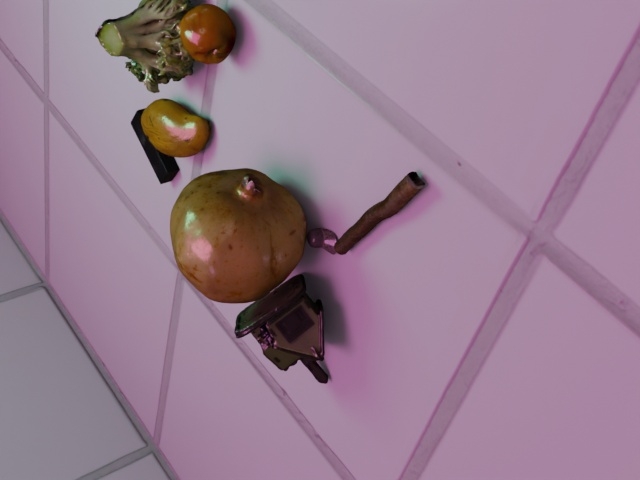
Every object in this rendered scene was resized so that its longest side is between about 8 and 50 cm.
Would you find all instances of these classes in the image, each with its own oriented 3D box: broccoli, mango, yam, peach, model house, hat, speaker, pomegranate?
[{"bbox_3d":[-0.422,-0.515,1.984,0.248,0.246,0.288,10,120,41],"label":"broccoli"},{"bbox_3d":[-0.405,-0.307,2.180,0.262,0.109,0.157,21,119,45],"label":"mango"},{"bbox_3d":[0.117,-0.049,1.667,0.045,0.045,0.327,36,144,-7],"label":"yam"},{"bbox_3d":[-0.265,-0.492,1.885,0.138,0.138,0.138,28,128,44],"label":"peach"},{"bbox_3d":[-0.049,0.253,1.927,0.278,0.205,0.218,55,-176,-9],"label":"model house"},{"bbox_3d":[0.001,0.002,1.846,0.087,0.042,0.058,40,135,35],"label":"hat"},{"bbox_3d":[-0.495,-0.282,2.368,0.082,0.044,0.218,-38,76,54],"label":"speaker"},{"bbox_3d":[-0.189,-0.030,1.859,0.343,0.343,0.342,28,128,44],"label":"pomegranate"}]
